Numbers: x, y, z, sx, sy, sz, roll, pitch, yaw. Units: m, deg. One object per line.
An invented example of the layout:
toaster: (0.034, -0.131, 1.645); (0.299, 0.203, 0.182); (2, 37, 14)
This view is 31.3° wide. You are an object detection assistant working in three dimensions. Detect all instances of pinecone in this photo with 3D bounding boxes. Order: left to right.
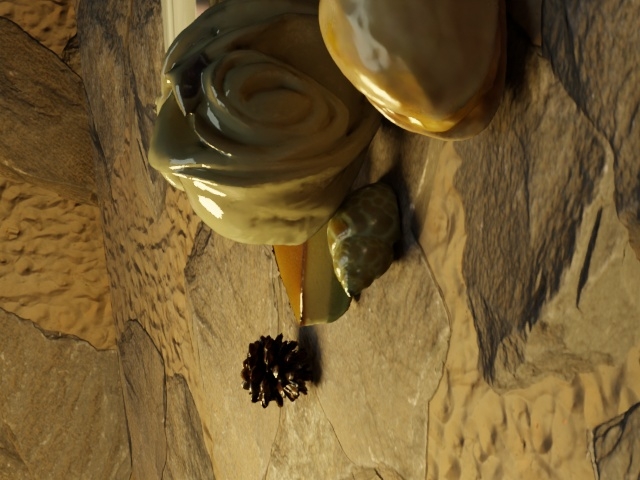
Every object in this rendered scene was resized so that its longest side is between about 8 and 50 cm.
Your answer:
pinecone: (-0.076, 0.238, 2.060); (0.120, 0.140, 0.140); (6, 105, 23)

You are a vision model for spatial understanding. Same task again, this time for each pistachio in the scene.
pistachio: (0.118, -0.275, 1.384); (0.230, 0.229, 0.309); (133, 123, -61)

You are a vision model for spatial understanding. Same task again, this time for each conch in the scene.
conch: (0.061, -0.006, 1.713); (0.116, 0.106, 0.173); (14, 94, 47)

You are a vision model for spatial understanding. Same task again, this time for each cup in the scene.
cup: (-0.244, -0.454, 2.223); (0.221, 0.166, 0.202); (-46, -36, -57)

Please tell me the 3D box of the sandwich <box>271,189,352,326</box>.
sandwich: (0.000, 0.000, 1.842); (0.186, 0.108, 0.220); (115, 145, -52)

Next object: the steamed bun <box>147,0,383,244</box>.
steamed bun: (-0.089, -0.185, 1.646); (0.255, 0.342, 0.368); (62, -137, -80)
